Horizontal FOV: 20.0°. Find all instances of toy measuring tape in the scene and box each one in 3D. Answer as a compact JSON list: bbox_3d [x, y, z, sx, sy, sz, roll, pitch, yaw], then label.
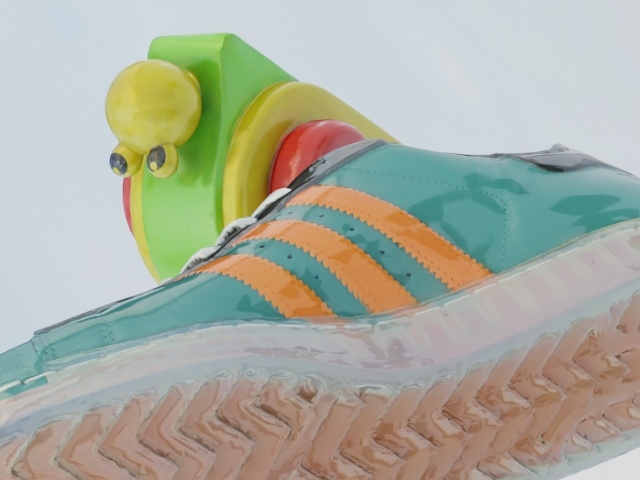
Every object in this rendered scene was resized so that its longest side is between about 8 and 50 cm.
[{"bbox_3d":[0.000,0.000,0.891,0.330,0.121,0.121,30,-137,-53],"label":"toy measuring tape"}]

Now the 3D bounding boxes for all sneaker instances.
[{"bbox_3d":[-0.003,0.036,0.622,0.121,0.302,0.108,49,143,47],"label":"sneaker"}]
